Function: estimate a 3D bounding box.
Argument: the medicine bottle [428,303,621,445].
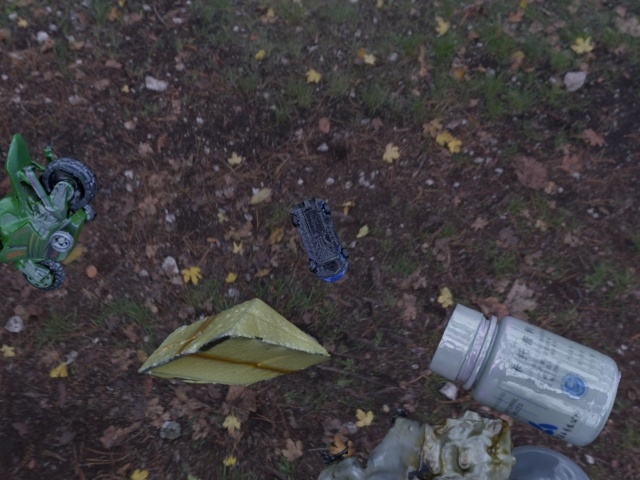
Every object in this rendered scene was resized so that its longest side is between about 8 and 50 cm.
[{"bbox_3d":[0.357,0.231,1.011,0.292,0.170,0.170,23,71,16],"label":"medicine bottle"}]

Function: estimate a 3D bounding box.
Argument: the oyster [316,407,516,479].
[{"bbox_3d":[0.105,0.330,0.757,0.336,0.133,0.198,-23,115,13],"label":"oyster"}]

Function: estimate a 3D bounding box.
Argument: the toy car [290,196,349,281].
[{"bbox_3d":[0.000,0.000,1.379,0.103,0.063,0.216,-20,77,-3],"label":"toy car"}]

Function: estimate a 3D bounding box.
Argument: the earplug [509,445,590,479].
[{"bbox_3d":[0.361,0.473,0.966,0.325,0.175,0.214,-11,39,-46],"label":"earplug"}]

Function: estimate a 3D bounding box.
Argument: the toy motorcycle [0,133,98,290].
[{"bbox_3d":[-0.322,-0.023,0.635,0.106,0.190,0.074,26,30,-13],"label":"toy motorcycle"}]

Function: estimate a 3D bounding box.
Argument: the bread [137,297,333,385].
[{"bbox_3d":[-0.228,0.357,1.617,0.345,0.242,0.405,-35,109,25],"label":"bread"}]
